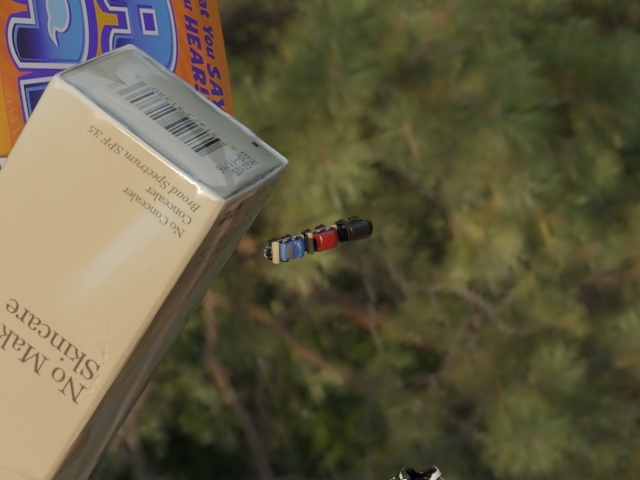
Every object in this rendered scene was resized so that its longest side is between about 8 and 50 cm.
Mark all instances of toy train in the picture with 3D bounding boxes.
[{"bbox_3d":[0.000,0.000,2.046,0.036,0.027,0.158,10,18,41],"label":"toy train"}]

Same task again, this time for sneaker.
[{"bbox_3d":[0.073,0.224,1.769,0.083,0.037,0.032,-12,35,6],"label":"sneaker"}]

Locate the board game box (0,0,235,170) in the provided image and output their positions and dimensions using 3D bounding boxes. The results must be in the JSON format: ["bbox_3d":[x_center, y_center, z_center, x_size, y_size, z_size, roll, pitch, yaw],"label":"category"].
[{"bbox_3d":[-0.325,-0.159,1.612,0.356,0.356,0.356,-10,-1,32],"label":"board game box"}]

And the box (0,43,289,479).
[{"bbox_3d":[-0.171,0.037,1.313,0.311,0.148,0.121,-58,-8,24],"label":"box"}]
